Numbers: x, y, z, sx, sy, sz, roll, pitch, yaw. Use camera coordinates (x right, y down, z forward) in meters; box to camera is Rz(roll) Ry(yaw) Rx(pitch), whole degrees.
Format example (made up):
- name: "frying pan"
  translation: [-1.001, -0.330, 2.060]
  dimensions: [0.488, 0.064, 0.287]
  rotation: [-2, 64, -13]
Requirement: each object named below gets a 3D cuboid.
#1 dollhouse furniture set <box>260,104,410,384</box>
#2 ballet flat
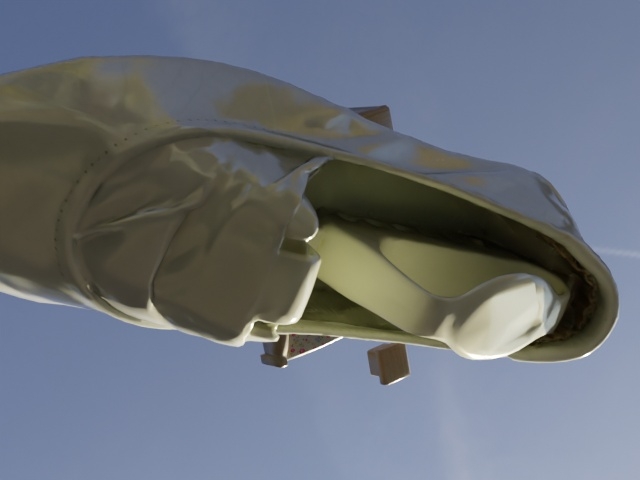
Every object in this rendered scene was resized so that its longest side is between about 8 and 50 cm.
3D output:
- name: "dollhouse furniture set"
  translation: [-0.002, 0.042, 1.226]
  dimensions: [0.303, 0.173, 0.356]
  rotation: [-20, -75, -35]
- name: "ballet flat"
  translation: [0.000, 0.000, 0.557]
  dimensions: [0.400, 0.139, 0.139]
  rotation: [8, -58, -33]
